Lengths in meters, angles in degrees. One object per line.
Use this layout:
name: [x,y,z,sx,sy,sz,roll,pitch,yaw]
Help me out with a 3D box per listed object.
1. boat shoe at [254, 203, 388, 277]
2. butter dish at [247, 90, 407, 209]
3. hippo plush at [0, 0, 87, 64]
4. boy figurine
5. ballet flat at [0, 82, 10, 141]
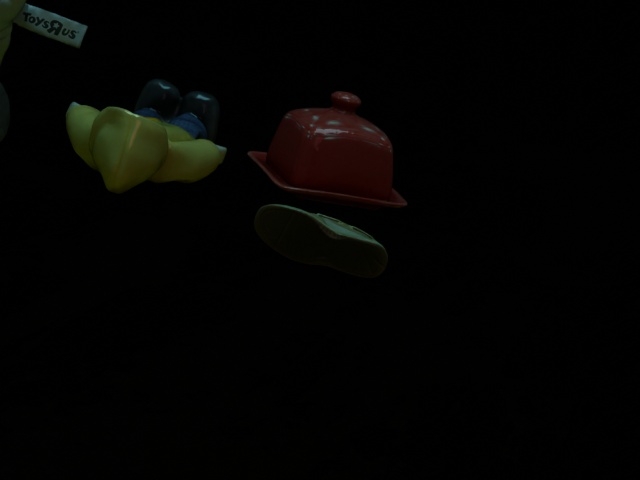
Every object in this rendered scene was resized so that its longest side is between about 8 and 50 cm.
boat shoe: [0.000,0.000,1.901,0.135,0.050,0.045,23,10,-2]
butter dish: [0.017,-0.110,2.194,0.160,0.118,0.160,9,15,-19]
hippo plush: [-0.435,-0.209,2.091,0.294,0.234,0.236,18,39,14]
boy figurine: [-0.193,-0.111,2.065,0.177,0.092,0.285,18,11,7]
ballet flat: [-0.391,-0.121,1.964,0.058,0.084,0.250,-7,10,22]
